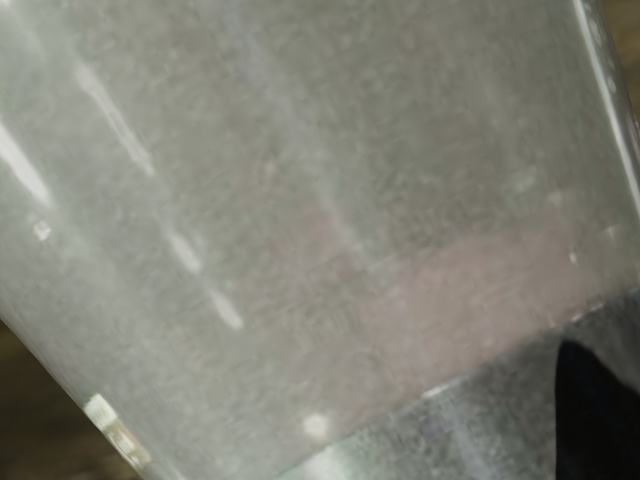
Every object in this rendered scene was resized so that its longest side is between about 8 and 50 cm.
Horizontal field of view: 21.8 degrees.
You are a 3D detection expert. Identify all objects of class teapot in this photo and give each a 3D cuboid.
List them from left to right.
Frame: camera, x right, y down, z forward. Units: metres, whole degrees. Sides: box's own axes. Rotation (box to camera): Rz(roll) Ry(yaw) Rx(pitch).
[{"bbox_3d":[0.000,0.000,0.528,0.253,0.344,0.300,-26,170,-9],"label":"teapot"}]
